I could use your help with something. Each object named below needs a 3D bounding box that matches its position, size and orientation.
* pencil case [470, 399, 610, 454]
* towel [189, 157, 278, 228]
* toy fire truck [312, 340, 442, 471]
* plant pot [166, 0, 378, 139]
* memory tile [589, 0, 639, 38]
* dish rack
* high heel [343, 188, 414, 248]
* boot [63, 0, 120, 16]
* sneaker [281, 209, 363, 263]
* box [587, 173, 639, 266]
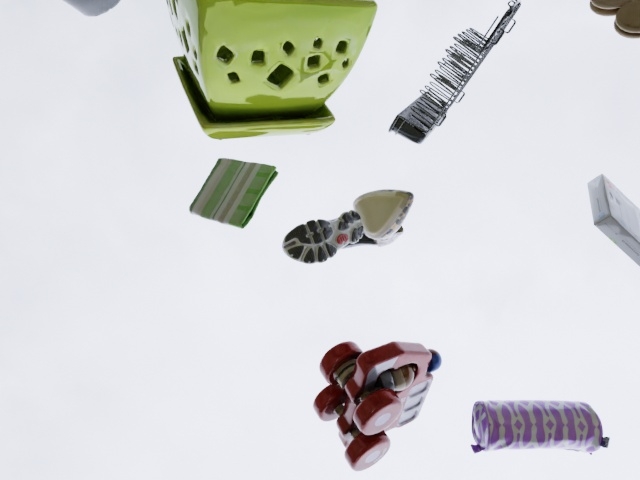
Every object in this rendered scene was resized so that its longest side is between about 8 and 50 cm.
[{"bbox_3d":[0.360,0.313,0.827,0.206,0.086,0.088,3,-72,0],"label":"pencil case"},{"bbox_3d":[-0.140,-0.076,0.783,0.152,0.023,0.113,17,-106,43],"label":"towel"},{"bbox_3d":[0.138,0.323,1.056,0.254,0.302,0.169,-14,-139,-29],"label":"toy fire truck"},{"bbox_3d":[-0.088,-0.272,0.677,0.228,0.207,0.227,-10,-132,-24],"label":"plant pot"},{"bbox_3d":[0.301,-0.185,0.388,0.113,0.012,0.148,-29,-124,9],"label":"memory tile"},{"bbox_3d":[0.242,-0.302,0.867,0.074,0.271,0.208,36,-143,4],"label":"dish rack"},{"bbox_3d":[0.148,-0.050,0.978,0.186,0.261,0.093,-12,-103,-32],"label":"high heel"},{"bbox_3d":[-0.544,-0.487,0.822,0.367,0.445,0.146,-31,-90,16],"label":"boot"},{"bbox_3d":[0.000,0.000,0.803,0.071,0.170,0.068,-19,-91,45],"label":"sneaker"},{"bbox_3d":[0.594,-0.024,0.944,0.038,0.186,0.145,-41,-164,41],"label":"box"}]
